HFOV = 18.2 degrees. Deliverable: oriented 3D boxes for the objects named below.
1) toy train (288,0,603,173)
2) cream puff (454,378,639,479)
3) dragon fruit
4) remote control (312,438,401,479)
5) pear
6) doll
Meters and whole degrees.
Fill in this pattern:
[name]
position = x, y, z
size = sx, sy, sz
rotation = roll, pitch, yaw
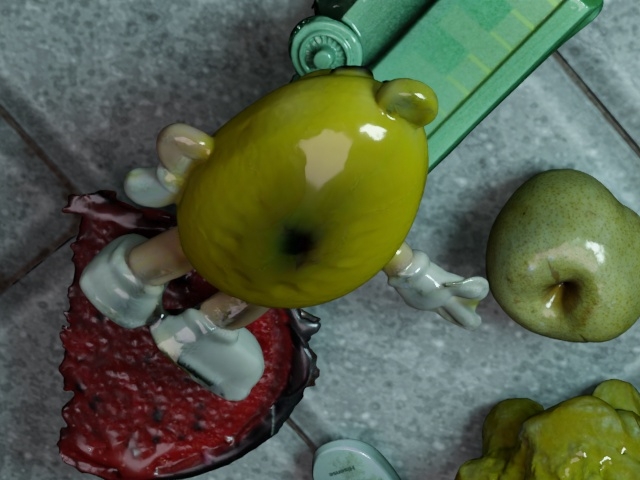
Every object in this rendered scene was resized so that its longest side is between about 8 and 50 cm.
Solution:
[toy train]
position = 0.106, -0.201, 1.848
size = 0.202, 0.120, 0.301
rotation = 40, 120, -9
[cream puff]
position = 0.267, 0.322, 1.985
size = 0.270, 0.274, 0.323
rotation = -36, 99, 18
[dragon fruit]
position = -0.134, 0.108, 2.081
size = 0.282, 0.100, 0.343
rotation = 14, 117, 8
[remote control]
position = 0.071, 0.313, 2.163
size = 0.097, 0.045, 0.256
rotation = -18, 113, 24
[pear]
position = 0.241, 0.018, 1.914
size = 0.167, 0.136, 0.167
rotation = 7, 121, 12
[doll]
position = -0.036, 0.004, 1.870
size = 0.423, 0.161, 0.348
rotation = -13, 135, 21
